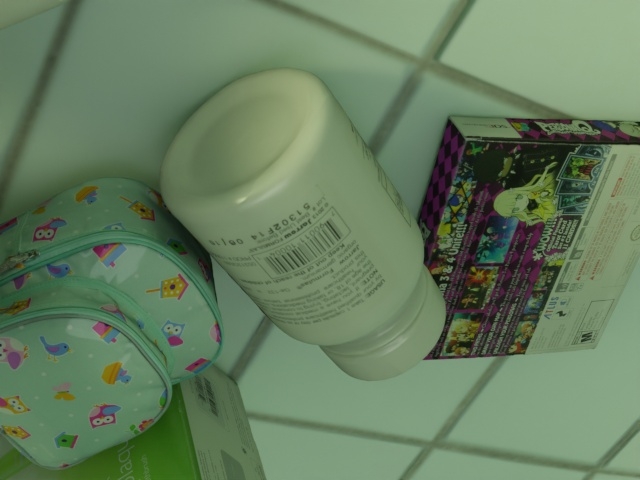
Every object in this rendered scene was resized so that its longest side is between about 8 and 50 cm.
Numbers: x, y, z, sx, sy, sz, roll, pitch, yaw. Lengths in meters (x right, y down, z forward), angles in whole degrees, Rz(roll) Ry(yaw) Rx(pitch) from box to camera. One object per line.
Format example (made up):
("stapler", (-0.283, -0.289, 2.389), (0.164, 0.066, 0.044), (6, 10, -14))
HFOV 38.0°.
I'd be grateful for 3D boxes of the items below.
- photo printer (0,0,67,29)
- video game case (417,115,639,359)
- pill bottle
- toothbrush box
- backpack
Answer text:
("photo printer", (-0.210, -0.165, 0.386), (0.256, 0.107, 0.307), (-21, 173, -9))
("video game case", (0.180, 0.004, 0.795), (0.210, 0.042, 0.232), (-2, 128, -19))
("pill bottle", (0.000, 0.000, 0.668), (0.131, 0.131, 0.229), (-32, 131, 7))
("toothbrush box", (-0.188, 0.231, 0.738), (0.283, 0.206, 0.122), (-34, 131, 10))
("backpack", (-0.164, 0.055, 0.650), (0.188, 0.144, 0.166), (-31, 126, 2))
